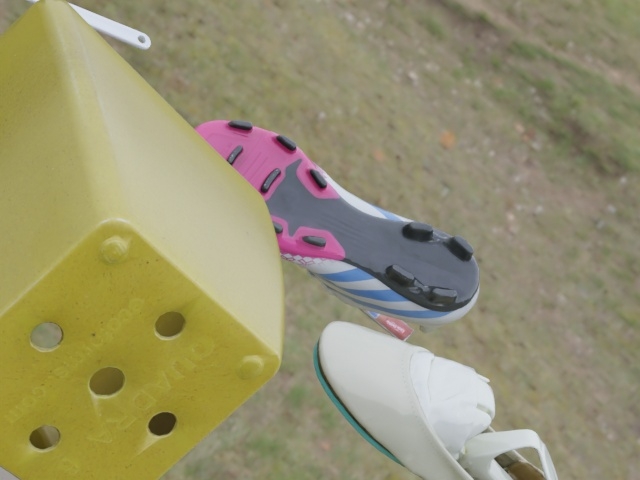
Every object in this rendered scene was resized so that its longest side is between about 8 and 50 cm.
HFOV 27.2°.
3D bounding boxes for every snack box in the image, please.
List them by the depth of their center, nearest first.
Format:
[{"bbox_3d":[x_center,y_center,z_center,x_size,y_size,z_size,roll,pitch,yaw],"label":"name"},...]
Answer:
[{"bbox_3d":[0.027,0.049,1.482,0.178,0.022,0.064,40,-3,-19],"label":"snack box"}]

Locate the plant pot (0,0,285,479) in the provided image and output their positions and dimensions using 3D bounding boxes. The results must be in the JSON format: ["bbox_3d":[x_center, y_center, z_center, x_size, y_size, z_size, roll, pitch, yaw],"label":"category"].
[{"bbox_3d":[-0.141,0.029,0.752,0.212,0.212,0.187,45,5,-35],"label":"plant pot"}]

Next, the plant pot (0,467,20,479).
[{"bbox_3d":[-0.320,0.283,1.003,0.284,0.284,0.191,41,52,9],"label":"plant pot"}]

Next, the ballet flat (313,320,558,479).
[{"bbox_3d":[0.095,0.129,0.866,0.248,0.086,0.086,48,15,-29],"label":"ballet flat"}]

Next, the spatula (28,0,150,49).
[{"bbox_3d":[-0.258,-0.267,1.214,0.242,0.019,0.168,21,55,-33],"label":"spatula"}]

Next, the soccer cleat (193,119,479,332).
[{"bbox_3d":[0.000,0.000,1.336,0.331,0.143,0.116,29,64,0],"label":"soccer cleat"}]
